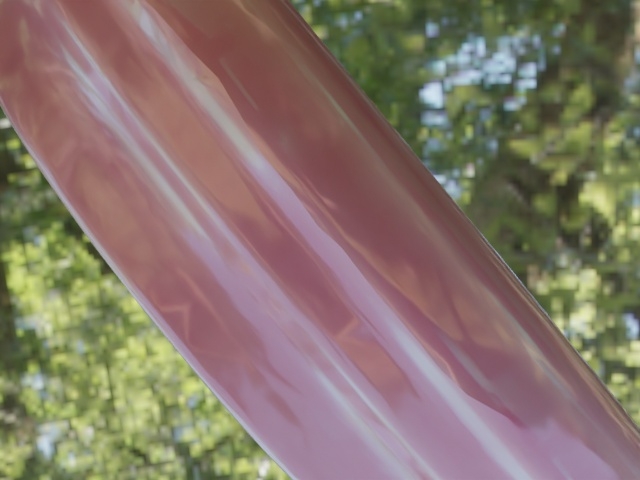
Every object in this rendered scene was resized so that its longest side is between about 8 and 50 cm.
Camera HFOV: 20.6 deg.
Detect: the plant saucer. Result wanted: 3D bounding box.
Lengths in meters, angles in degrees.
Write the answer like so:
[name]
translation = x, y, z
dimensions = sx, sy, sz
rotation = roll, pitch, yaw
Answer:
[plant saucer]
translation = 0.000, 0.000, 0.576
dimensions = 0.084, 0.332, 0.332
rotation = -39, -148, 4
